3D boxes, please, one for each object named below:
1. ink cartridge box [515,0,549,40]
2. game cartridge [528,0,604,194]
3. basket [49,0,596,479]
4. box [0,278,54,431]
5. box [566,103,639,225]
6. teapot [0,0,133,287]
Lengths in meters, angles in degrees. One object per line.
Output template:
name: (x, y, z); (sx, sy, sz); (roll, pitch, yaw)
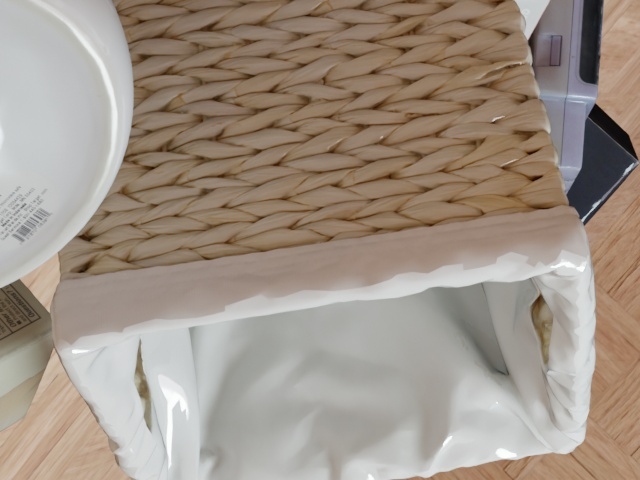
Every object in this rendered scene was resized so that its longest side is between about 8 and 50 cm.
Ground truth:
ink cartridge box: (0.000, -0.128, 1.331); (0.261, 0.066, 0.296); (4, 143, -18)
game cartridge: (0.200, -0.203, 1.480); (0.230, 0.068, 0.355); (111, -15, -78)
basket: (0.000, 0.000, 1.200); (0.331, 0.266, 0.328); (-11, 152, 2)
box: (-0.344, 0.108, 1.167); (0.311, 0.148, 0.121); (-29, 158, -40)
box: (0.185, -0.048, 1.908); (0.294, 0.183, 0.296); (-50, 180, 12)
teapot: (-0.222, -0.102, 0.899); (0.256, 0.187, 0.252); (-9, 132, -17)
